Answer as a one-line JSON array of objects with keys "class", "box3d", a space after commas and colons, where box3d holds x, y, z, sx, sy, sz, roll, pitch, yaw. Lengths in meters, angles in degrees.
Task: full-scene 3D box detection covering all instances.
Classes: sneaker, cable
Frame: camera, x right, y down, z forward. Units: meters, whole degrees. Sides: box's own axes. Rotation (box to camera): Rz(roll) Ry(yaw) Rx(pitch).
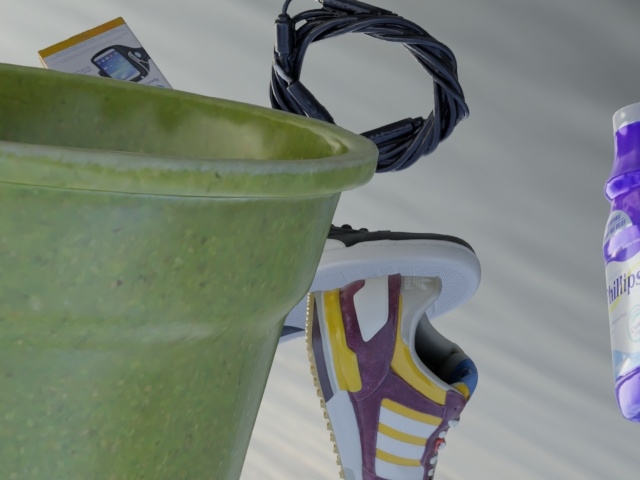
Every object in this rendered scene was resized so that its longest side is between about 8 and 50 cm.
[{"class": "sneaker", "box3d": [0.051, 0.102, 1.043, 0.084, 0.069, 0.185, -12, 122, 10]}, {"class": "sneaker", "box3d": [0.000, 0.000, 1.240, 0.217, 0.121, 0.079, -13, 137, 21]}, {"class": "cable", "box3d": [0.037, -0.126, 1.607, 0.184, 0.150, 0.047, 20, -156, 17]}]

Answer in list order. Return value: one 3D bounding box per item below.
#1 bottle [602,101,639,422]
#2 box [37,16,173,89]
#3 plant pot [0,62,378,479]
[{"class": "bottle", "box3d": [0.304, 0.017, 1.695, 0.092, 0.283, 0.118, 3, 161, -14]}, {"class": "box", "box3d": [-0.176, -0.129, 1.599, 0.136, 0.081, 0.028, 55, 163, 39]}, {"class": "plant pot", "box3d": [-0.134, 0.073, 0.658, 0.276, 0.254, 0.276, 8, -171, -1]}]
